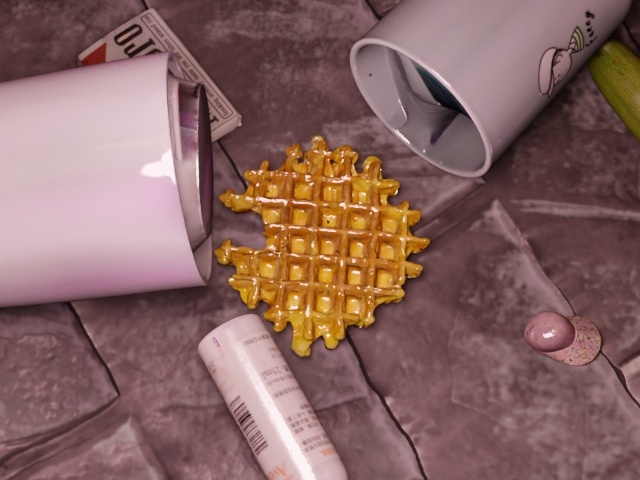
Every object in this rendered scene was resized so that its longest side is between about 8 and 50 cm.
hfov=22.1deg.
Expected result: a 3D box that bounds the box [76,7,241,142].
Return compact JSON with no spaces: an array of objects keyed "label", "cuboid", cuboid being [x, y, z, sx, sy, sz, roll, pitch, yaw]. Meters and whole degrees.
[{"label":"box","cuboid":[-0.189,-0.175,1.917,0.115,0.036,0.177,-36,75,-13]}]

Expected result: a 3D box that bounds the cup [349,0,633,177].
[{"label":"cup","cuboid":[0.207,-0.246,1.867,0.205,0.205,0.312,40,73,12]}]

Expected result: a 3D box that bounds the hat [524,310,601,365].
[{"label":"hat","cuboid":[0.272,0.103,1.822,0.087,0.042,0.058,12,70,2]}]

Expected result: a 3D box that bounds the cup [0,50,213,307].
[{"label":"cup","cuboid":[-0.294,-0.051,1.750,0.372,0.253,0.253,-9,70,3]}]

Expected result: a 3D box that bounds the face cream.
[{"label":"face cream","cuboid":[-0.037,0.209,1.751,0.082,0.082,0.269,-26,72,-11]}]

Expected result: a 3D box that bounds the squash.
[{"label":"squash","cuboid":[0.395,-0.139,1.906,0.066,0.066,0.252,-33,74,-13]}]

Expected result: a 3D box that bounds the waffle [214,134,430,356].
[{"label":"waffle","cuboid":[0.000,0.000,1.849,0.232,0.051,0.228,-36,74,-15]}]
